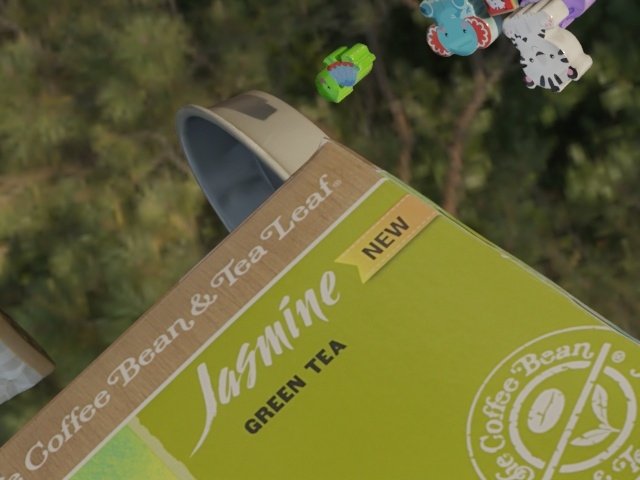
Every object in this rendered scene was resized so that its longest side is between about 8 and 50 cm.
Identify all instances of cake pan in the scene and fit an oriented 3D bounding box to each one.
[{"bbox_3d":[0.000,0.000,1.233,0.054,0.293,0.293,-40,167,-13],"label":"cake pan"}]

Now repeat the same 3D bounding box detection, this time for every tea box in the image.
[{"bbox_3d":[0.082,0.190,0.604,0.220,0.323,0.329,-44,136,-10],"label":"tea box"}]

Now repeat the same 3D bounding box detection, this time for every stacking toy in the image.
[{"bbox_3d":[0.118,-0.145,1.017,0.221,0.052,0.167,-6,-152,47],"label":"stacking toy"}]

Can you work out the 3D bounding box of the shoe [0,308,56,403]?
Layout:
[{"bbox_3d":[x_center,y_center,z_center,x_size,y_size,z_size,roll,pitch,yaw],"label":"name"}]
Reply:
[{"bbox_3d":[-0.275,0.054,1.210,0.058,0.076,0.219,-38,136,-5],"label":"shoe"}]
